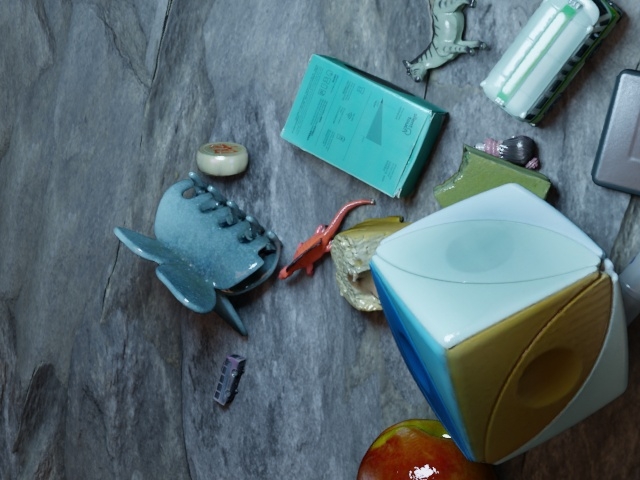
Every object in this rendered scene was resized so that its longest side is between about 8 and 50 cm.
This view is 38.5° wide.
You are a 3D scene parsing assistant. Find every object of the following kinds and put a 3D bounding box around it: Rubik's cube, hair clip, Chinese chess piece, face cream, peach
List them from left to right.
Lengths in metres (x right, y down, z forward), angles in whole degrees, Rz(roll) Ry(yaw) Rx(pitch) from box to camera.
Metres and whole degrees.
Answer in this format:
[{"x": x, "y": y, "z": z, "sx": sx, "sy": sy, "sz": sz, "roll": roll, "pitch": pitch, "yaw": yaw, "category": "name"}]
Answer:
[{"x": -0.259, "y": 0.016, "z": 2.099, "sx": 0.318, "sy": 0.392, "sz": 0.238, "roll": 38, "pitch": 87, "yaw": 20, "category": "hair clip"}, {"x": -0.229, "y": -0.192, "z": 2.131, "sx": 0.122, "sy": 0.122, "sz": 0.051, "roll": 14, "pitch": 117, "yaw": 25, "category": "Chinese chess piece"}, {"x": 0.226, "y": 0.544, "z": 1.914, "sx": 0.307, "sy": 0.308, "sz": 0.332, "roll": 12, "pitch": 108, "yaw": 25, "category": "peach"}, {"x": 0.325, "y": 0.146, "z": 1.676, "sx": 0.347, "sy": 0.351, "sz": 0.352, "roll": -26, "pitch": 124, "yaw": -6, "category": "Rubik's cube"}, {"x": 0.606, "y": 0.095, "z": 1.774, "sx": 0.077, "sy": 0.077, "sz": 0.250, "roll": 40, "pitch": 112, "yaw": 17, "category": "face cream"}]

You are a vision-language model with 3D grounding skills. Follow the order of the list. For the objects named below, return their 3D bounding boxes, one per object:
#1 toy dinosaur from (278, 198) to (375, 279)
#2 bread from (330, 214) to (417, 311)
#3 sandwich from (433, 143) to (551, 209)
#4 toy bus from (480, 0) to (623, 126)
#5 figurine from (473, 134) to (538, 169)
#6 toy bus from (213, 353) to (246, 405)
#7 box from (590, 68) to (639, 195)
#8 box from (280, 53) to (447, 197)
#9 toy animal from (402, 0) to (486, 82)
[{"x": -0.006, "y": 0.003, "z": 2.036, "sx": 0.286, "sy": 0.139, "sz": 0.070, "roll": -43, "pitch": 78, "yaw": 24, "category": "toy dinosaur"}, {"x": 0.134, "y": 0.042, "z": 2.008, "sx": 0.211, "sy": 0.224, "sz": 0.184, "roll": -157, "pitch": 59, "yaw": -66, "category": "bread"}, {"x": 0.324, "y": -0.055, "z": 1.870, "sx": 0.212, "sy": 0.063, "sz": 0.245, "roll": 22, "pitch": 110, "yaw": 2, "category": "sandwich"}, {"x": 0.436, "y": -0.360, "z": 1.750, "sx": 0.133, "sy": 0.164, "sz": 0.276, "roll": 41, "pitch": 113, "yaw": 15, "category": "toy bus"}, {"x": 0.377, "y": -0.177, "z": 1.867, "sx": 0.129, "sy": 0.054, "sz": 0.072, "roll": -1, "pitch": 100, "yaw": 29, "category": "figurine"}, {"x": -0.223, "y": 0.341, "z": 2.252, "sx": 0.052, "sy": 0.037, "sz": 0.131, "roll": 27, "pitch": 110, "yaw": 26, "category": "toy bus"}, {"x": 0.618, "y": -0.201, "z": 1.743, "sx": 0.160, "sy": 0.050, "sz": 0.230, "roll": 17, "pitch": 104, "yaw": 23, "category": "box"}, {"x": 0.092, "y": -0.248, "z": 1.964, "sx": 0.311, "sy": 0.118, "sz": 0.205, "roll": 29, "pitch": 111, "yaw": 21, "category": "box"}, {"x": 0.256, "y": -0.431, "z": 1.886, "sx": 0.176, "sy": 0.073, "sz": 0.217, "roll": 9, "pitch": 97, "yaw": 40, "category": "toy animal"}]
